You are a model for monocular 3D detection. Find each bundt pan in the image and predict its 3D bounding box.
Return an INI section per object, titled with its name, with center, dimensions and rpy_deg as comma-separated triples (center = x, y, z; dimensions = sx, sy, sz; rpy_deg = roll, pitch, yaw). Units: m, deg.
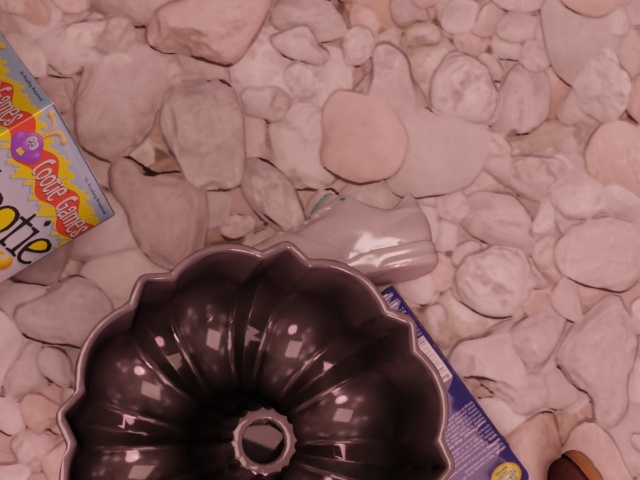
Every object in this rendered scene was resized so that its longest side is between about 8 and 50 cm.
[bundt pan]
center = -0.062, 0.173, 1.021
dimensions = 0.330, 0.124, 0.331
rpy_deg = 4, 77, -17

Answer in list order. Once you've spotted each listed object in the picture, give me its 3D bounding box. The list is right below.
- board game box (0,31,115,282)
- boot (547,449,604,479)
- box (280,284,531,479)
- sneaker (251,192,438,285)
[board game box]
center = -0.343, -0.033, 1.028
dimensions = 0.275, 0.142, 0.144
rpy_deg = -32, 49, -12
[boot]
center = 0.180, 0.330, 1.096
dimensions = 0.206, 0.090, 0.248
rpy_deg = -10, 87, -11
[box]
center = 0.079, 0.172, 1.134
dimensions = 0.136, 0.036, 0.225
rpy_deg = -35, 86, -11
[sneaker]
center = 0.000, 0.000, 1.139
dimensions = 0.212, 0.080, 0.094
rpy_deg = -7, 71, -15
